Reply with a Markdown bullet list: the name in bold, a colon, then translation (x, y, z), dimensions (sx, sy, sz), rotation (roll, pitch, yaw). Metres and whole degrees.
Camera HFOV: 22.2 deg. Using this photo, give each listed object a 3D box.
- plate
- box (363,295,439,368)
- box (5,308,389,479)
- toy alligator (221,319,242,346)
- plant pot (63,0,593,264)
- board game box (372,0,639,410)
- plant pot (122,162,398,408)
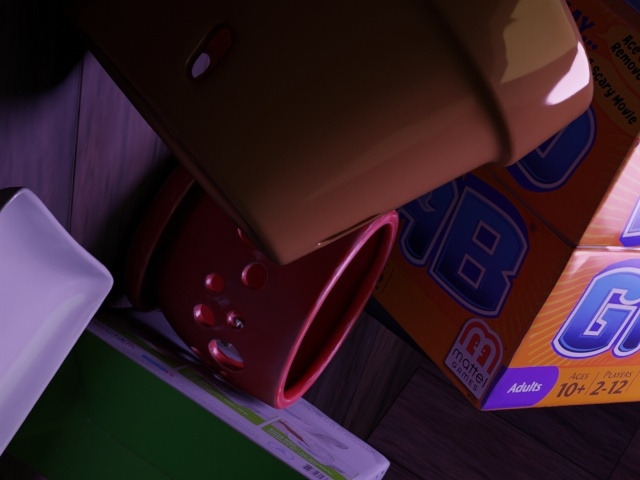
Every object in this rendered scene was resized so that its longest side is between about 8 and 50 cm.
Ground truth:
- **plate**: translation (-0.250, 0.102, 1.050), dimensions (0.277, 0.045, 0.278), rotation (-56, 169, -9)
- **box**: translation (0.327, -0.069, 2.177), dimensions (0.471, 0.297, 0.480), rotation (-56, -173, -20)
- **box**: translation (-0.096, 0.172, 1.356), dimensions (0.126, 0.262, 0.231), rotation (-59, 170, 6)
- **toy alligator**: translation (-0.059, 0.019, 1.667), dimensions (0.051, 0.056, 0.189), rotation (40, 81, -37)
- **plant pot**: translation (-0.013, -0.125, 0.961), dimensions (0.203, 0.291, 0.291), rotation (-40, 167, -5)
- **board game box**: translation (0.244, -0.091, 1.556), dimensions (0.356, 0.356, 0.356), rotation (1, 125, -42)
- **plant pot**: translation (-0.053, 0.015, 1.341), dimensions (0.191, 0.174, 0.191), rotation (-55, 169, -16)
